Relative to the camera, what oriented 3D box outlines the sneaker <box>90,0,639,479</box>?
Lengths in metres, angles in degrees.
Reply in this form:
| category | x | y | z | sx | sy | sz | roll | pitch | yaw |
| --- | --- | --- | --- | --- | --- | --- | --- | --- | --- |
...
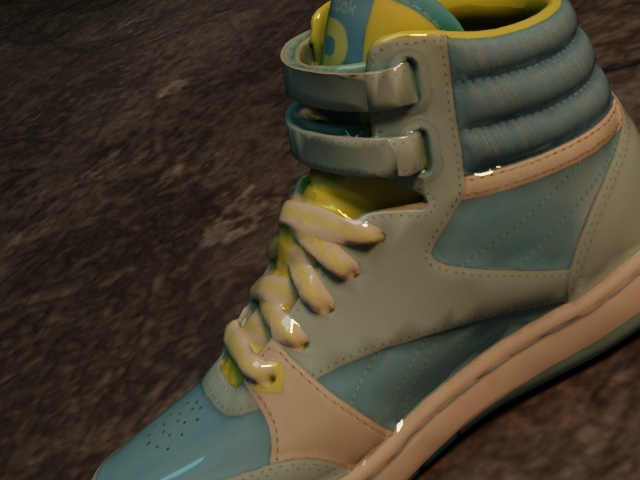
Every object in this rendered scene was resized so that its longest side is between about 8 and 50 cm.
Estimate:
| category | x | y | z | sx | sy | sz | roll | pitch | yaw |
| --- | --- | --- | --- | --- | --- | --- | --- | --- | --- |
| sneaker | 0.000 | 0.000 | 0.691 | 0.319 | 0.208 | 0.127 | -34 | 28 | -10 |
